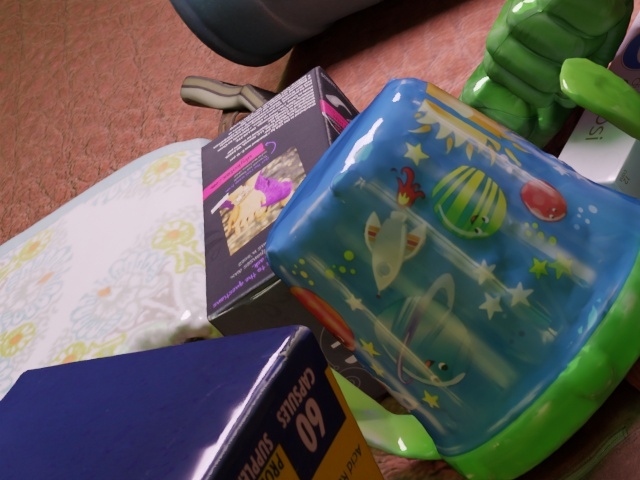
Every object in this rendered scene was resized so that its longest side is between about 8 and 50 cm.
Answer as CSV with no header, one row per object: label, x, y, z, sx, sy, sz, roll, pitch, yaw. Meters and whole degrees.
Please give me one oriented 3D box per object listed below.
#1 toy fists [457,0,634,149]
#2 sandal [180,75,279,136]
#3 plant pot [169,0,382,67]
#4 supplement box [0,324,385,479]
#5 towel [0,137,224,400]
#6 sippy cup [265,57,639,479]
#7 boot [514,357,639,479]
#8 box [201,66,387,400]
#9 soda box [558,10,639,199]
toy fists,0.187,-0.151,1.154,0.142,0.096,0.279,-45,-8,-20
sandal,-0.064,-0.122,1.540,0.303,0.120,0.086,24,99,60
plant pot,0.025,-0.399,1.567,0.334,0.341,0.341,-12,43,31
supplement box,-0.049,0.251,0.730,0.195,0.356,0.194,-11,27,30
towel,-0.236,0.082,1.324,0.374,0.090,0.320,-31,32,15
sippy cup,0.091,0.012,0.974,0.305,0.224,0.240,-52,7,-1
boot,0.212,0.175,0.866,0.207,0.090,0.248,-48,29,19
box,0.000,0.000,1.229,0.143,0.165,0.270,-33,32,17
soda box,0.269,-0.108,1.131,0.074,0.069,0.216,1,53,52
